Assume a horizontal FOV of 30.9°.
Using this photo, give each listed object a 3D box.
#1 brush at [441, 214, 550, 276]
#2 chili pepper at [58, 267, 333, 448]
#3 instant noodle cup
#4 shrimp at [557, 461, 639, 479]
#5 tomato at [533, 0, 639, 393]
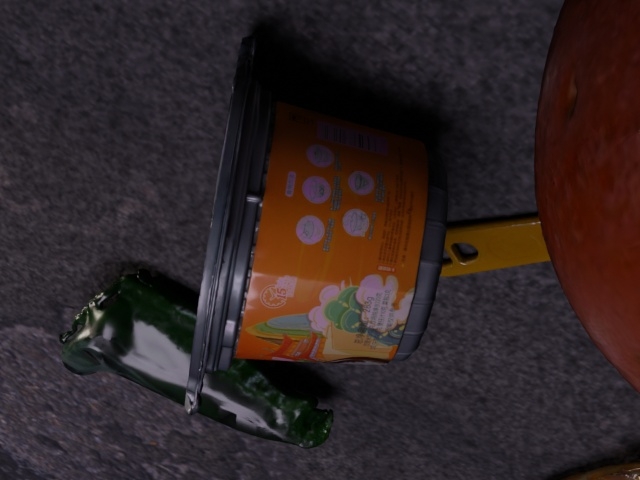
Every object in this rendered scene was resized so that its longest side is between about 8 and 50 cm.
[{"bbox_3d":[0.170,-0.006,0.666,0.272,0.013,0.103,-9,131,34],"label":"brush"},{"bbox_3d":[-0.089,0.095,0.870,0.216,0.062,0.108,23,141,-2],"label":"chili pepper"},{"bbox_3d":[0.000,0.000,0.651,0.125,0.177,0.208,9,110,-6],"label":"instant noodle cup"},{"bbox_3d":[0.243,0.202,0.851,0.124,0.034,0.178,33,142,-16],"label":"shrimp"},{"bbox_3d":[0.202,-0.037,0.424,0.264,0.265,0.265,14,140,12],"label":"tomato"}]
